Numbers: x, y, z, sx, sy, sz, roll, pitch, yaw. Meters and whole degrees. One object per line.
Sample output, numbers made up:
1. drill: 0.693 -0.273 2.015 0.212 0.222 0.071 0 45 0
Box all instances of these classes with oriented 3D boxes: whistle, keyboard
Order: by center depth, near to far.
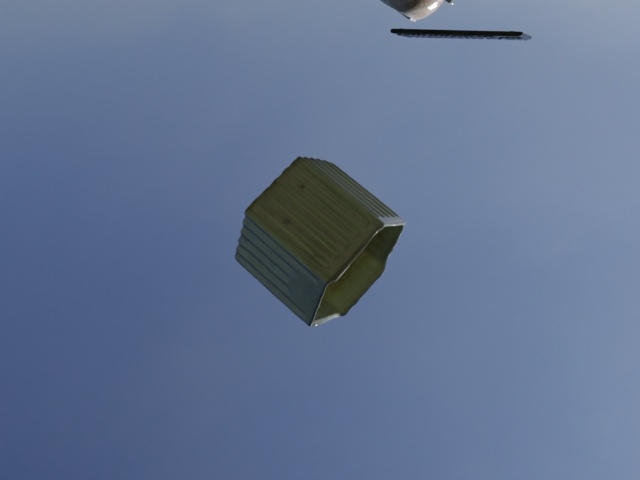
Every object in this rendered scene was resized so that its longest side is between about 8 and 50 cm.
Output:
1. keyboard: 0.240 -0.438 1.359 0.381 0.041 0.103 18 -161 26
2. whistle: 0.162 -0.622 1.454 0.348 0.189 0.189 37 -127 19

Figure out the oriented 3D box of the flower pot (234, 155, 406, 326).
1. flower pot: 0.000 0.000 1.068 0.189 0.239 0.209 39 -129 19
